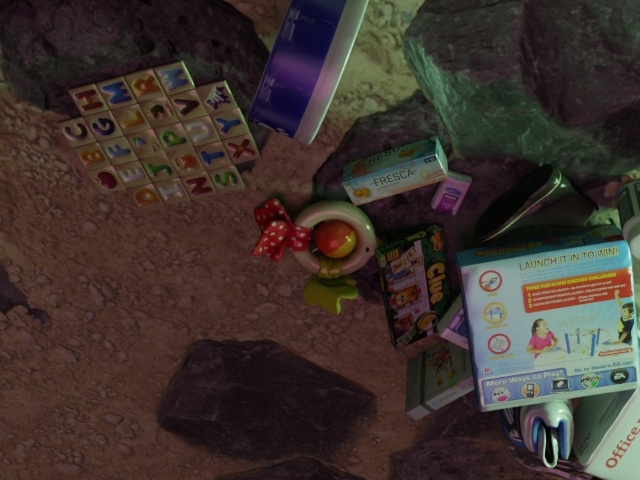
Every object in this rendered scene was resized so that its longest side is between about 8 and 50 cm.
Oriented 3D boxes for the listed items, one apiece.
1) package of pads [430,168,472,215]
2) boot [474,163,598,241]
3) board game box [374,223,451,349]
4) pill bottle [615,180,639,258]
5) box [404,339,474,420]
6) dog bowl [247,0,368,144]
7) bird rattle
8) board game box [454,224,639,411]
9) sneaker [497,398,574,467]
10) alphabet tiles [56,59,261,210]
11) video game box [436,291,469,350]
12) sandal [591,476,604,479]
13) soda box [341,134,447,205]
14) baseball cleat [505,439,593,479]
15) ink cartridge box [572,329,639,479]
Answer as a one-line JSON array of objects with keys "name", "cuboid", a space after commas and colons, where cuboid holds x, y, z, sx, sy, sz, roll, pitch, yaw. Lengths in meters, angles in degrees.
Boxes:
[{"name": "package of pads", "cuboid": [0.237, -0.089, 1.686, 0.050, 0.032, 0.083, 18, 131, -3]}, {"name": "boot", "cuboid": [0.392, -0.035, 1.686, 0.137, 0.076, 0.198, 31, 130, -25]}, {"name": "board game box", "cuboid": [0.187, 0.095, 1.819, 0.136, 0.030, 0.259, -24, 131, -13]}, {"name": "pill bottle", "cuboid": [0.561, -0.035, 1.612, 0.078, 0.137, 0.078, 5, 132, 5]}, {"name": "box", "cuboid": [0.256, 0.275, 1.927, 0.038, 0.145, 0.186, 38, 126, -23]}, {"name": "dog bowl", "cuboid": [-0.017, -0.285, 1.398, 0.104, 0.265, 0.265, 21, 131, -6]}, {"name": "bird rattle", "cuboid": [0.000, 0.000, 1.774, 0.207, 0.143, 0.253, -34, 106, 19]}, {"name": "board game box", "cuboid": [0.424, 0.148, 1.730, 0.308, 0.086, 0.301, -9, 108, 4]}, {"name": "sneaker", "cuboid": [0.448, 0.398, 1.944, 0.130, 0.236, 0.322, 6, 131, 3]}, {"name": "alphabet tiles", "cuboid": [-0.296, -0.184, 1.700, 0.343, 0.011, 0.285, -11, 129, 18]}, {"name": "video game box", "cuboid": [0.362, 0.142, 1.824, 0.187, 0.048, 0.205, 25, 113, -16]}, {"name": "sandal", "cuboid": [0.644, 0.512, 2.132, 0.049, 0.072, 0.180, -24, 132, -8]}, {"name": "soda box", "cuboid": [0.132, -0.124, 1.654, 0.183, 0.058, 0.063, -16, 127, 20]}, {"name": "baseball cleat", "cuboid": [0.525, 0.516, 2.148, 0.206, 0.072, 0.109, 21, 161, 13]}, {"name": "ink cartridge box", "cuboid": [0.740, 0.380, 1.885, 0.385, 0.160, 0.279, 22, 110, -11]}]
